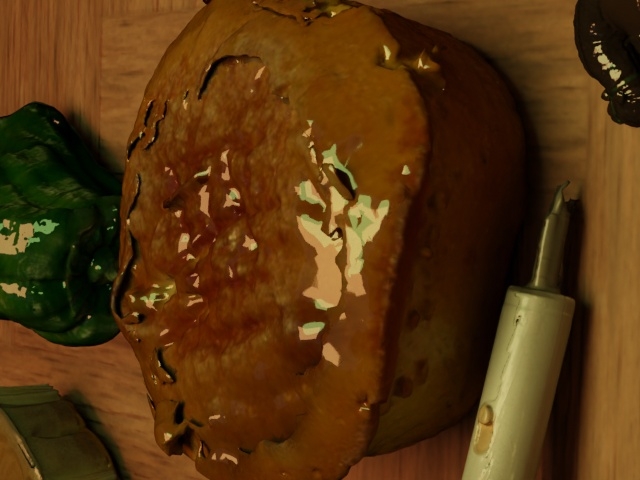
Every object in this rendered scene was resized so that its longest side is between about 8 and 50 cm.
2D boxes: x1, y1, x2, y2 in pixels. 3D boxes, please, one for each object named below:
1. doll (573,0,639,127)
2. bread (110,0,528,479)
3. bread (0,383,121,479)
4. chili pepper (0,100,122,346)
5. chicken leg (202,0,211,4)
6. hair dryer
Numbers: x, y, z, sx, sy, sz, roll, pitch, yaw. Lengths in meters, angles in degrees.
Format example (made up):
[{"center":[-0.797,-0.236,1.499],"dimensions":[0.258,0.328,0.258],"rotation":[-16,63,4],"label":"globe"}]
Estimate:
[{"center":[0.209,-0.152,1.206],"dimensions":[0.139,0.057,0.165],"rotation":[12,108,51],"label":"doll"},{"center":[-0.001,0.003,1.373],"dimensions":[0.337,0.204,0.358],"rotation":[26,107,53],"label":"bread"},{"center":[-0.281,0.255,1.831],"dimensions":[0.192,0.110,0.210],"rotation":[49,128,34],"label":"bread"},{"center":[-0.295,-0.013,1.773],"dimensions":[0.385,0.213,0.167],"rotation":[27,124,44],"label":"chili pepper"},{"center":[0.007,-0.304,1.450],"dimensions":[0.407,0.096,0.158],"rotation":[-48,58,39],"label":"chicken leg"},{"center":[0.114,0.130,1.272],"dimensions":[0.107,0.173,0.357],"rotation":[8,84,51],"label":"hair dryer"}]
